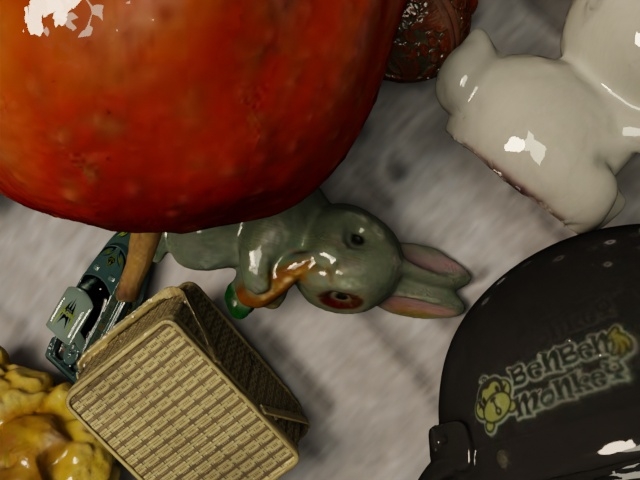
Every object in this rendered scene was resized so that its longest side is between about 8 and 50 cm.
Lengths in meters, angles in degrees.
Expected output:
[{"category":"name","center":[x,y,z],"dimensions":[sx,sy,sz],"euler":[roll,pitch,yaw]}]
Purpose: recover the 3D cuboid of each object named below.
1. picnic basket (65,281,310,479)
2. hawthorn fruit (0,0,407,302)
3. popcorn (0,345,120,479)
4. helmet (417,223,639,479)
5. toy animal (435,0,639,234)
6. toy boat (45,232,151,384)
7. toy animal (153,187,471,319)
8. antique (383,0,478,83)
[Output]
[{"category":"picnic basket","center":[-0.099,0.126,0.653],"dimensions":[0.115,0.079,0.164],"euler":[-38,103,13]},{"category":"hawthorn fruit","center":[-0.091,-0.113,0.504],"dimensions":[0.287,0.287,0.330],"euler":[15,107,13]},{"category":"popcorn","center":[-0.261,0.175,0.691],"dimensions":[0.194,0.163,0.140],"euler":[8,120,-17]},{"category":"helmet","center":[0.180,0.079,0.548],"dimensions":[0.278,0.230,0.161],"euler":[-22,67,35]},{"category":"toy animal","center":[0.170,-0.114,0.564],"dimensions":[0.178,0.127,0.193],"euler":[29,102,-2]},{"category":"toy boat","center":[-0.178,0.048,0.706],"dimensions":[0.055,0.060,0.141],"euler":[30,94,35]},{"category":"toy animal","center":[-0.006,-0.001,0.635],"dimensions":[0.236,0.108,0.138],"euler":[11,93,12]},{"category":"antique","center":[0.059,-0.162,0.617],"dimensions":[0.104,0.104,0.104],"euler":[0,92,13]}]
